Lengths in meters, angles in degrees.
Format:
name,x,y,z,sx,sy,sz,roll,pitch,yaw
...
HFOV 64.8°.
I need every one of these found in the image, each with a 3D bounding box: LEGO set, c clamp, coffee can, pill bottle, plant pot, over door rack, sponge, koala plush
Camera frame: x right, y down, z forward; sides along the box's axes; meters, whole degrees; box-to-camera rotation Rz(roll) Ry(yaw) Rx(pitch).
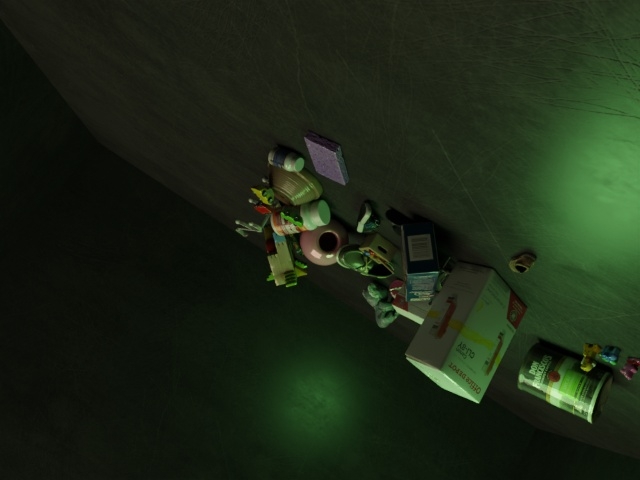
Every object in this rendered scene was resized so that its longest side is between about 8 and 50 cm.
name,x,y,z,sx,sy,sz,roll,pitch,yaw
LEGO set,0.935,0.408,1.687,0.087,0.093,0.227,36,167,-9
c clamp,0.478,0.140,1.810,0.161,0.137,0.022,25,-154,-25
coffee can,0.931,0.538,1.928,0.275,0.201,0.201,20,161,41
pill bottle,-0.081,-0.094,2.038,0.221,0.121,0.121,-10,144,28
plant pot,-0.117,-0.207,1.911,0.237,0.109,0.237,32,166,9
pill bottle,-0.117,-0.278,1.748,0.120,0.067,0.067,24,164,33
over door rack,-0.277,-0.147,2.206,0.108,0.239,0.324,35,166,-16
sponge,0.022,-0.255,1.590,0.117,0.031,0.210,28,166,20
koala plush,0.316,0.318,2.640,0.221,0.203,0.196,44,167,5

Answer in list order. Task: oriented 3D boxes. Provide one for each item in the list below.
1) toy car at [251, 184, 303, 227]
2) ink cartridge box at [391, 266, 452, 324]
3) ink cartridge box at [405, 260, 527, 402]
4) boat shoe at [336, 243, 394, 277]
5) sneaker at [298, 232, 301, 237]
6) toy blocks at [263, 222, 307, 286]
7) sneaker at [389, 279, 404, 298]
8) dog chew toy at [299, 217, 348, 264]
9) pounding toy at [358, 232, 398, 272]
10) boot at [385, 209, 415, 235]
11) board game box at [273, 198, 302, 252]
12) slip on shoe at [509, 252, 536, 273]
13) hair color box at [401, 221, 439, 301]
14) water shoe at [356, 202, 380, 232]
name,x,y,z,sx,sy,sz,roll,pitch,yaw
toy car,-0.155,-0.125,1.929,0.225,0.053,0.239,30,164,6
ink cartridge box,0.396,0.197,1.917,0.158,0.218,0.092,23,163,35
ink cartridge box,0.501,0.310,1.715,0.279,0.384,0.160,42,164,-33
boat shoe,0.193,0.090,2.121,0.305,0.109,0.091,17,-170,-42
sneaker,-0.126,-0.031,2.509,0.227,0.130,0.087,33,165,9
toy blocks,-0.187,0.030,2.333,0.381,0.191,0.261,-100,-5,-75
sneaker,0.439,0.281,2.399,0.252,0.103,0.111,38,171,9
dog chew toy,0.000,0.000,2.210,0.206,0.206,0.332,36,175,-11
pounding toy,0.239,0.052,2.021,0.141,0.100,0.130,36,167,-11
boot,0.266,-0.054,1.713,0.121,0.045,0.099,29,167,2
board game box,-0.138,-0.058,2.306,0.136,0.030,0.259,52,-167,-77
slip on shoe,0.576,0.075,1.453,0.051,0.041,0.135,32,166,6
hair color box,0.333,0.084,1.718,0.105,0.174,0.347,-5,158,8
water shoe,0.178,-0.082,1.805,0.080,0.073,0.203,6,165,-1
